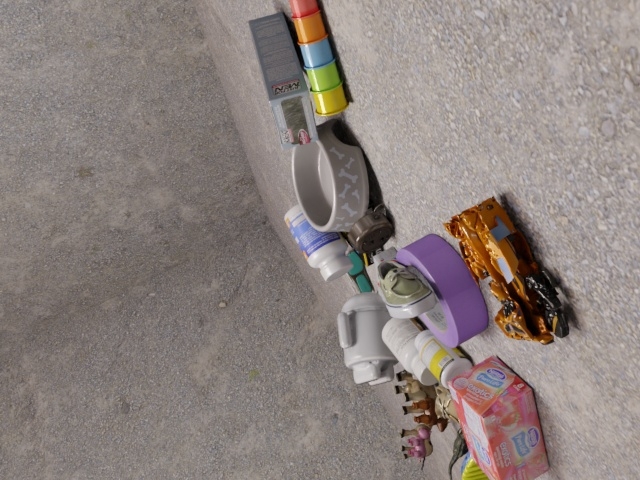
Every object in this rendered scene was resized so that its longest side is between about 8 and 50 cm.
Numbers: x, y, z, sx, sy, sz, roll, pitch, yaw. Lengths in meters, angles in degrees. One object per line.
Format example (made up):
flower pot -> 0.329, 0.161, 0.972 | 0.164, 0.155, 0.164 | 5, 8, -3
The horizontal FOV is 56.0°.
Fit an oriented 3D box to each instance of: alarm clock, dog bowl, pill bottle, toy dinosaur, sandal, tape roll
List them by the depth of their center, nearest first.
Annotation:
tape roll -> 0.297, 0.125, 1.497 | 0.275, 0.090, 0.275 | 59, 169, 19
pill bottle -> 0.350, 0.338, 1.743 | 0.184, 0.103, 0.103 | 48, 163, 57
alarm clock -> 0.153, -0.032, 1.746 | 0.064, 0.129, 0.192 | 54, 146, 35
dog bowl -> 0.017, -0.185, 1.813 | 0.349, 0.102, 0.349 | 46, 144, 50
pill bottle -> 0.304, 0.350, 1.929 | 0.229, 0.131, 0.131 | 51, 165, 52
sandal -> 0.510, 0.743, 1.962 | 0.138, 0.126, 0.317 | -94, -4, -48
toy dinosaur -> 0.464, 0.678, 1.982 | 0.064, 0.118, 0.268 | 20, 122, 19
pill bottle -> 0.000, 0.000, 2.080 | 0.272, 0.152, 0.152 | 61, 170, 16

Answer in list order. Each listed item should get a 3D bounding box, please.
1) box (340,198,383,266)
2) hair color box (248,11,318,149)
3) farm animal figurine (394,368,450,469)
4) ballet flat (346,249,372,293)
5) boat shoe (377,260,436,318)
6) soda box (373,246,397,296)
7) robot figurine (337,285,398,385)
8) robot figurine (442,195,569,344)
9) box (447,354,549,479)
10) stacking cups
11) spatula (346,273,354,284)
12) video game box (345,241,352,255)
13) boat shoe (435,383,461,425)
box -> 0.090, -0.103, 2.008 | 0.322, 0.079, 0.257 | 54, 168, 43
hair color box -> -0.108, -0.461, 1.724 | 0.185, 0.113, 0.374 | 76, 179, -54
farm animal figurine -> 0.372, 0.589, 2.115 | 0.330, 0.172, 0.327 | 98, 165, -50
ballet flat -> 0.141, 0.124, 2.359 | 0.213, 0.072, 0.068 | 66, 172, -23
boat shoe -> 0.190, 0.115, 1.460 | 0.302, 0.109, 0.094 | -155, 41, -79
soda box -> 0.222, 0.118, 1.910 | 0.069, 0.074, 0.216 | 55, 168, 37
robot figurine -> 0.178, 0.340, 2.186 | 0.300, 0.199, 0.353 | 20, -123, -41
robot figurine -> 0.343, 0.068, 1.118 | 0.291, 0.085, 0.211 | 62, 171, 4
box -> 0.439, 0.456, 1.476 | 0.154, 0.142, 0.300 | 47, 161, 60
stacking cups -> -0.003, -0.477, 1.512 | 0.096, 0.096, 0.316 | 49, 158, 55
spatula -> 0.064, 0.061, 2.434 | 0.242, 0.019, 0.168 | 58, -175, -8
video game box -> 0.075, -0.020, 2.387 | 0.205, 0.048, 0.187 | 56, 167, 37
boat shoe -> 0.383, 0.472, 1.714 | 0.302, 0.098, 0.109 | -51, -57, -82
